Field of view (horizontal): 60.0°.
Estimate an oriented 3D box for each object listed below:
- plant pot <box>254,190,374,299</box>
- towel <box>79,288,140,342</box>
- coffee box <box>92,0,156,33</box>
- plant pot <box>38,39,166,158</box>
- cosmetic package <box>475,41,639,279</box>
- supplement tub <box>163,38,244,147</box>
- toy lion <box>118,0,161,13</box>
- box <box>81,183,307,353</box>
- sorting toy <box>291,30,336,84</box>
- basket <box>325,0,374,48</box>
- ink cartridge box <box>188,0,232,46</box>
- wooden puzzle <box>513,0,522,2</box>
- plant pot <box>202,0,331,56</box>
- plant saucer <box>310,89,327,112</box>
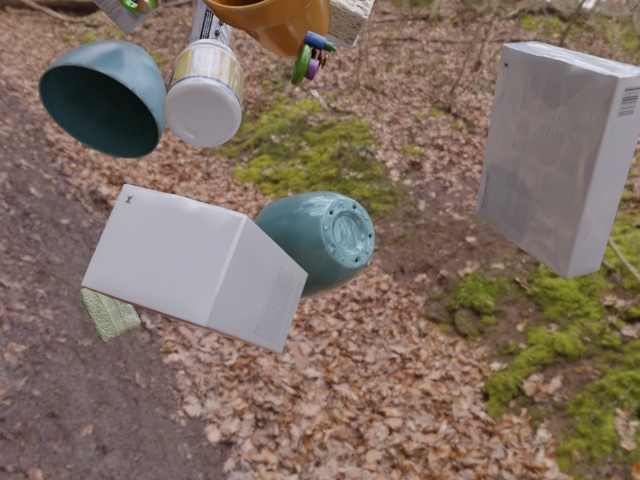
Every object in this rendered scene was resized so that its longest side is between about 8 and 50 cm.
[{"bbox_3d":[0.000,0.000,1.472,0.293,0.293,0.235,25,-26,-32],"label":"plant pot"},{"bbox_3d":[-0.529,0.173,1.395,0.148,0.110,0.027,64,-27,0],"label":"towel"},{"bbox_3d":[-0.472,-0.590,1.183,0.246,0.098,0.141,44,20,-45],"label":"coffee box"},{"bbox_3d":[-0.497,-0.370,1.357,0.290,0.290,0.195,29,54,-19],"label":"plant pot"},{"bbox_3d":[0.439,-0.160,1.061,0.097,0.377,0.284,-12,32,-21],"label":"cosmetic package"},{"bbox_3d":[-0.225,-0.294,1.091,0.144,0.144,0.200,26,37,-28],"label":"supplement tub"},{"bbox_3d":[-0.303,-0.400,0.848,0.096,0.100,0.034,9,45,27],"label":"toy lion"},{"bbox_3d":[-0.183,0.065,0.933,0.215,0.168,0.345,14,-14,18],"label":"box"},{"bbox_3d":[-0.008,-0.232,0.711,0.042,0.061,0.102,19,35,-11],"label":"sorting toy"},{"bbox_3d":[0.020,-0.466,1.059,0.167,0.113,0.103,23,-18,-13],"label":"basket"},{"bbox_3d":[-0.285,-0.597,1.492,0.046,0.207,0.097,24,14,39],"label":"ink cartridge box"},{"bbox_3d":[0.430,-0.800,1.358,0.322,0.080,0.348,40,-11,15],"label":"wooden puzzle"},{"bbox_3d":[-0.068,-0.391,0.859,0.205,0.205,0.188,38,0,22],"label":"plant pot"},{"bbox_3d":[-0.001,-0.424,1.673,0.083,0.015,0.083,52,13,-18],"label":"plant saucer"}]
